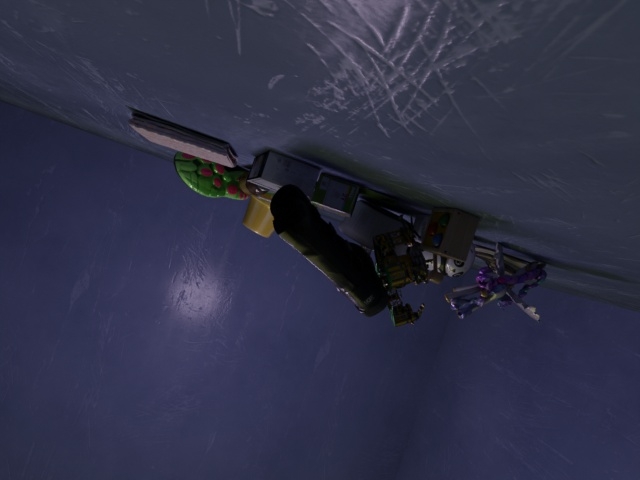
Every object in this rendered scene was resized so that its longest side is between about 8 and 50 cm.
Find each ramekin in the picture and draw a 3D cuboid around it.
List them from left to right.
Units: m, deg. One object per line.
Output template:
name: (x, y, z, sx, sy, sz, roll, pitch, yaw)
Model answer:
ramekin: (0.210, -0.046, 1.724, 0.272, 0.127, 0.273, 24, -167, -6)

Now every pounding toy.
pounding toy: (0.334, 0.015, 1.353, 0.094, 0.206, 0.181, 19, 180, -15)

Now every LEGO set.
LEGO set: (0.290, 0.101, 1.506, 0.191, 0.332, 0.255, -16, -141, -1)

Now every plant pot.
plant pot: (-0.289, -0.158, 2.525, 0.253, 0.239, 0.254, 31, -175, -3)

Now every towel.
towel: (-0.456, -0.337, 1.633, 0.331, 0.054, 0.317, 18, 179, -7)

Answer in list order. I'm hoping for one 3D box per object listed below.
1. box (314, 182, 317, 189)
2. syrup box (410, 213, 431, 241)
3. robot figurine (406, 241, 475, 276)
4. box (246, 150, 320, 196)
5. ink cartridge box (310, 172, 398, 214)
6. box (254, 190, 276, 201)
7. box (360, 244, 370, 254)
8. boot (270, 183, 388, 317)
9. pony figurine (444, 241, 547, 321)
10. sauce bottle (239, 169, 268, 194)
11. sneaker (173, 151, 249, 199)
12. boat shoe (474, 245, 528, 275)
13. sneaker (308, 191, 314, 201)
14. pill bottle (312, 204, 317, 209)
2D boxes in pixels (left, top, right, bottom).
box: (-0.005, -0.195, 1.777, 0.162, 0.029, 0.116, 20, -179, -15)
syrup box: (0.391, -0.025, 1.561, 0.096, 0.093, 0.237, 18, 180, -14)
robot figurine: (0.453, 0.038, 1.836, 0.278, 0.174, 0.209, 19, -177, 29)
box: (-0.125, -0.205, 1.512, 0.169, 0.087, 0.290, 19, 180, -18)
ink cartridge box: (0.110, -0.120, 1.529, 0.255, 0.097, 0.189, 20, 180, 5)
box: (-0.189, -0.219, 2.223, 0.203, 0.103, 0.114, 19, 180, -17)
box: (0.237, -0.007, 2.341, 0.056, 0.231, 0.183, 15, 180, 7)
boot: (0.001, 0.001, 1.456, 0.445, 0.146, 0.367, 42, -175, -34)
pony figurine: (0.664, 0.173, 1.783, 0.363, 0.303, 0.351, -27, 171, 24)
sauce bottle: (-0.261, -0.241, 1.970, 0.111, 0.112, 0.344, 19, 179, -21)
sneaker: (-0.491, -0.281, 2.105, 0.202, 0.186, 0.482, 14, 177, 25)
boat shoe: (0.766, 0.102, 2.035, 0.284, 0.093, 0.103, 20, -178, 1)
sneaker: (-0.094, -0.200, 1.891, 0.234, 0.078, 0.106, 16, 179, -42)
pill bottle: (-0.100, -0.113, 2.432, 0.130, 0.246, 0.130, 18, 180, 0)
